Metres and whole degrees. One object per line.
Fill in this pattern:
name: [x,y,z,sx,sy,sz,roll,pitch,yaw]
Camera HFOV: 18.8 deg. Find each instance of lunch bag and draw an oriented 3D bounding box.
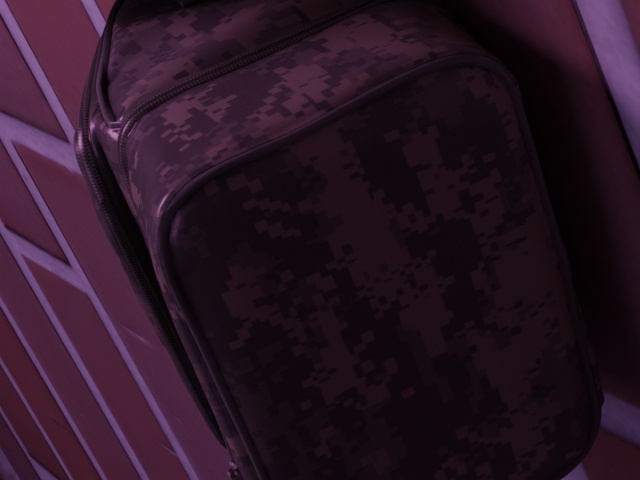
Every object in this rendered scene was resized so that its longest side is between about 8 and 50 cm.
lunch bag: [0.000,0.000,1.077,0.256,0.212,0.305,56,170,55]
